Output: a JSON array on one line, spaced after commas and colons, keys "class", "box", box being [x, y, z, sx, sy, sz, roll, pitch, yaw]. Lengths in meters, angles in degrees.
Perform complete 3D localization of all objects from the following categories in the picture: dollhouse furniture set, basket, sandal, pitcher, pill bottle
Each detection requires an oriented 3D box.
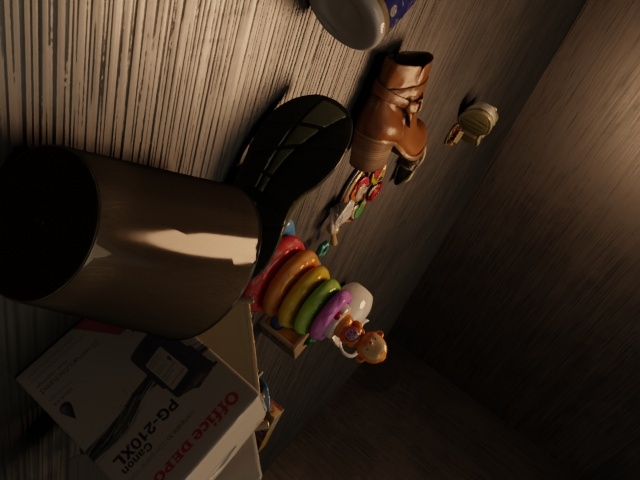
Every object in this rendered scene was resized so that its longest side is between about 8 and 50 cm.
[{"class": "dollhouse furniture set", "box": [-0.239, 0.220, 0.854, 0.286, 0.198, 0.303, -5, 171, -17]}, {"class": "basket", "box": [-0.185, 0.003, 0.490, 0.204, 0.154, 0.227, -56, 159, 1]}, {"class": "sandal", "box": [-0.070, -0.081, 0.727, 0.303, 0.120, 0.086, -55, -170, 6]}, {"class": "pitcher", "box": [0.093, 0.254, 1.596, 0.207, 0.177, 0.125, -49, 176, -15]}, {"class": "pill bottle", "box": [0.082, -0.338, 0.606, 0.187, 0.112, 0.112, -52, 162, -11]}]

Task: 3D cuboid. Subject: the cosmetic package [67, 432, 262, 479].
[{"class": "cosmetic package", "box": [-0.200, 0.319, 0.661, 0.231, 0.085, 0.117, -7, 142, -18]}]

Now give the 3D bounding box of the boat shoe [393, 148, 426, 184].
[{"class": "boat shoe", "box": [0.239, -0.207, 1.337, 0.049, 0.056, 0.152, -47, 161, -39]}]

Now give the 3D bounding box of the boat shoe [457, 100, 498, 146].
[{"class": "boat shoe", "box": [0.525, -0.406, 1.641, 0.103, 0.113, 0.302, -57, 173, 2]}]

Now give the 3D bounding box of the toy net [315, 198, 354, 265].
[{"class": "toy net", "box": [0.000, 0.000, 1.125, 0.122, 0.045, 0.232, -13, 134, -62]}]

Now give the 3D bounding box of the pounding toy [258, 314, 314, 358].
[{"class": "pounding toy", "box": [-0.051, 0.196, 1.180, 0.130, 0.141, 0.100, -47, 160, -23]}]

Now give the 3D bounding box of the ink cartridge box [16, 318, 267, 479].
[{"class": "ink cartridge box", "box": [-0.209, 0.192, 0.609, 0.172, 0.237, 0.100, -47, 160, -25]}]

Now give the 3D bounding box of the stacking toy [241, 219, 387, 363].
[{"class": "stacking toy", "box": [-0.009, 0.116, 0.880, 0.175, 0.302, 0.166, -46, 160, -23]}]

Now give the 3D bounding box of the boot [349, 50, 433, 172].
[{"class": "boot", "box": [0.166, -0.272, 0.992, 0.283, 0.109, 0.220, -25, 143, -44]}]

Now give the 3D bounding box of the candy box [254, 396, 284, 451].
[{"class": "candy box", "box": [-0.193, 0.547, 1.502, 0.053, 0.109, 0.187, -28, 147, -55]}]

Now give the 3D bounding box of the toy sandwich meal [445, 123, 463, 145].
[{"class": "toy sandwich meal", "box": [0.447, -0.348, 1.655, 0.085, 0.029, 0.085, -47, 161, -22]}]

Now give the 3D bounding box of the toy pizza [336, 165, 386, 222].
[{"class": "toy pizza", "box": [0.106, -0.122, 1.189, 0.201, 0.032, 0.201, -47, 161, -22]}]
